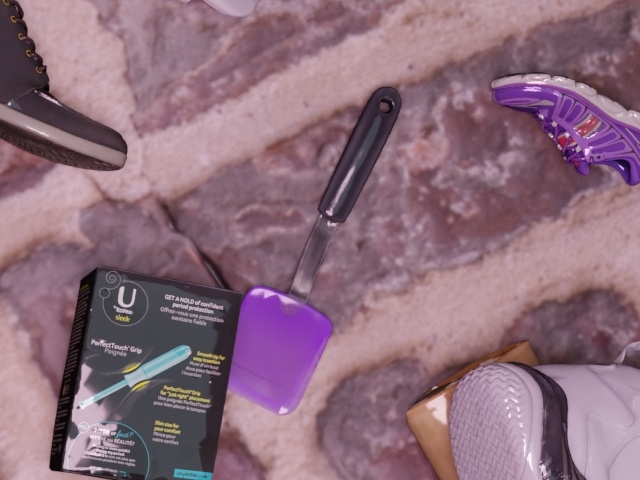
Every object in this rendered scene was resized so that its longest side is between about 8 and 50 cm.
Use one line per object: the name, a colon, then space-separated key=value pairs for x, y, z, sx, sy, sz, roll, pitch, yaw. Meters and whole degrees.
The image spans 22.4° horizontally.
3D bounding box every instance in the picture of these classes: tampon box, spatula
tampon box: x=-0.141 y=0.112 z=1.288 sx=0.120 sy=0.101 sz=0.161 roll=12 pitch=80 yaw=-14
spatula: x=0.000 y=0.000 z=1.377 sx=0.084 sy=0.030 sz=0.296 roll=26 pitch=78 yaw=-9

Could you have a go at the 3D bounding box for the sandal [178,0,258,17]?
sandal: x=-0.160 y=-0.278 z=1.342 sx=0.265 sy=0.076 sz=0.102 roll=37 pitch=52 yaw=-20

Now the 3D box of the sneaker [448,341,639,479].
sneaker: x=0.249 y=0.256 z=1.286 sx=0.210 sy=0.137 sz=0.366 roll=-13 pitch=80 yaw=-27

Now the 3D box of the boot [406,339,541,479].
boot: x=0.141 y=0.254 z=1.361 sx=0.236 sy=0.089 sz=0.270 roll=-28 pitch=92 yaw=-29

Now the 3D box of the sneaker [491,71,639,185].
sneaker: x=0.227 y=-0.099 z=1.434 sx=0.170 sy=0.068 sz=0.071 roll=23 pitch=84 yaw=-12

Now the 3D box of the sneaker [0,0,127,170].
sneaker: x=-0.241 y=-0.145 z=1.301 sx=0.222 sy=0.083 sz=0.118 roll=26 pitch=77 yaw=-10
